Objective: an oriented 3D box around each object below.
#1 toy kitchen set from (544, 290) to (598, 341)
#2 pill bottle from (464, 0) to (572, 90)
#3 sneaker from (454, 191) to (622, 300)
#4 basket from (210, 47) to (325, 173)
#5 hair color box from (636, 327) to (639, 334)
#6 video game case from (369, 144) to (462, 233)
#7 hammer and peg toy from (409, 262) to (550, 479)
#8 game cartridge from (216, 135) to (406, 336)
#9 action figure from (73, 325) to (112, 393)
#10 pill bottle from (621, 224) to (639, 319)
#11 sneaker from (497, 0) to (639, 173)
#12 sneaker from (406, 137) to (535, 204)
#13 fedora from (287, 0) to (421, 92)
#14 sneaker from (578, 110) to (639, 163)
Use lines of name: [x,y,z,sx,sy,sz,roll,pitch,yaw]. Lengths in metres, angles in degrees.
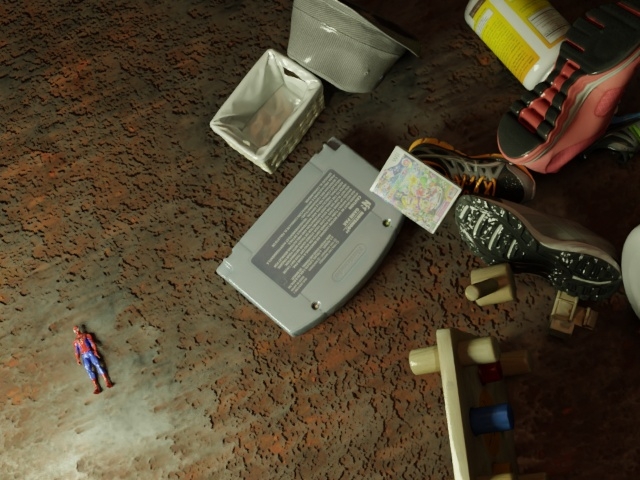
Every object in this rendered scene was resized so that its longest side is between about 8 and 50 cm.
toy kitchen set: [0.387,0.110,1.590,0.068,0.075,0.083,17,78,10]
pill bottle: [0.338,-0.323,1.683,0.117,0.117,0.215,-37,75,-3]
sneaker: [0.332,-0.001,1.613,0.271,0.100,0.108,25,37,4]
basket: [-0.081,-0.206,1.713,0.113,0.103,0.167,36,82,14]
hair color box: [0.553,0.159,1.574,0.072,0.043,0.141,-44,74,-5]
video game case: [0.147,-0.079,1.627,0.122,0.011,0.087,35,115,9]
hammer and peg toy: [0.218,0.207,1.493,0.127,0.266,0.361,-12,75,23]
game cartridge: [0.000,0.000,1.678,0.196,0.060,0.294,39,84,18]
action figure: [-0.372,0.188,1.690,0.038,0.030,0.115,-29,72,4]
pill bottle: [0.613,0.025,1.510,0.323,0.181,0.181,-15,74,-13]
sneaker: [0.405,-0.229,1.585,0.314,0.136,0.116,-47,47,14]
sneaker: [0.229,-0.094,1.644,0.215,0.084,0.083,15,35,19]
fedora: [0.030,-0.316,1.665,0.243,0.275,0.124,34,106,22]
sneaker: [0.492,-0.162,1.655,0.188,0.067,0.078,-9,83,10]
